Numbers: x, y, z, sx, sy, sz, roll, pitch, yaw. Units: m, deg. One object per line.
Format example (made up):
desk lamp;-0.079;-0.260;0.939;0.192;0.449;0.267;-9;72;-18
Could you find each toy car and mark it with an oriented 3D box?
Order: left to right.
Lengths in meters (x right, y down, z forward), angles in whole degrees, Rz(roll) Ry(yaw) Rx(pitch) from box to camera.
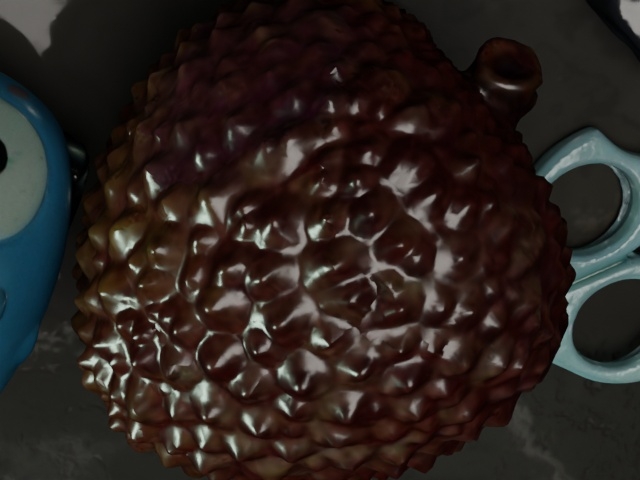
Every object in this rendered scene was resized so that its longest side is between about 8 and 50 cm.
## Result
toy car;-0.248;0.018;1.104;0.188;0.190;0.255;21;105;-19

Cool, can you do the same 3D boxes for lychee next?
lychee;0.000;0.000;1.095;0.330;0.306;0.306;-39;116;12

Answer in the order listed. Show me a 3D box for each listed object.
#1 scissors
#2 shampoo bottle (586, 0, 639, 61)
scissors;0.090;0.058;1.291;0.360;0.029;0.191;-22;112;-1
shampoo bottle;0.316;-0.259;1.182;0.359;0.078;0.134;-43;112;7
